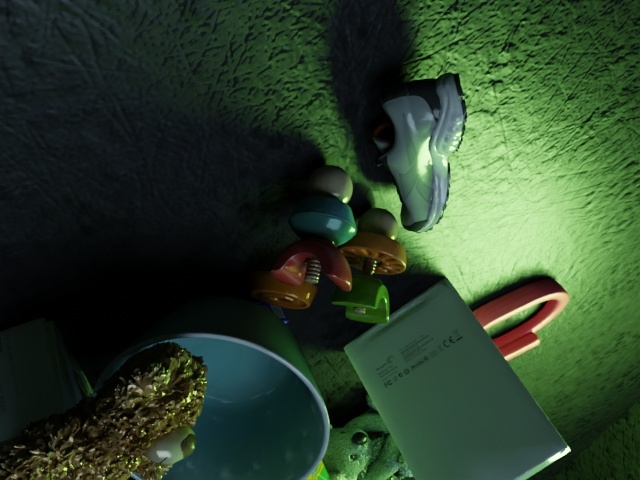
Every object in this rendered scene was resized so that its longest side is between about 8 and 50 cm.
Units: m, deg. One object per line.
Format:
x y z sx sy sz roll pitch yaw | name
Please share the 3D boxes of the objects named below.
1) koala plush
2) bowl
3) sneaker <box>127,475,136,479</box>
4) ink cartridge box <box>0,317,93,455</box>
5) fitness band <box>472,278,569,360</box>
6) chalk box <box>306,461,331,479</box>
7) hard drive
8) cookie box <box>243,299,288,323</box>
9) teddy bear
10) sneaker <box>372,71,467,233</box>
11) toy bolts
0.073 0.436 1.430 0.221 0.196 0.203 -5 147 -37 | koala plush
-0.140 0.201 0.959 0.311 0.163 0.312 1 121 1 | bowl
-0.242 0.447 1.045 0.146 0.343 0.134 39 71 -31 | sneaker
-0.482 0.290 0.878 0.384 0.160 0.279 -20 143 -14 | ink cartridge box
0.398 0.183 1.474 0.290 0.054 0.209 -25 141 -10 | fitness band
-0.131 0.362 1.197 0.180 0.179 0.289 -32 145 2 | chalk box
0.216 0.263 1.176 0.233 0.353 0.047 -35 144 6 | hard drive
-0.117 0.142 1.064 0.091 0.040 0.107 10 128 -43 | cookie box
-0.262 0.254 0.768 0.337 0.113 0.245 -27 146 -10 | teddy bear
0.120 -0.109 0.905 0.107 0.100 0.272 -1 144 1 | sneaker
0.000 0.000 0.944 0.218 0.159 0.228 6 161 18 | toy bolts
